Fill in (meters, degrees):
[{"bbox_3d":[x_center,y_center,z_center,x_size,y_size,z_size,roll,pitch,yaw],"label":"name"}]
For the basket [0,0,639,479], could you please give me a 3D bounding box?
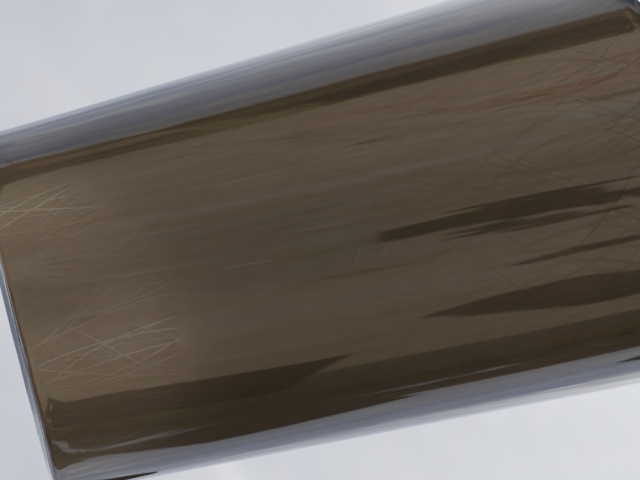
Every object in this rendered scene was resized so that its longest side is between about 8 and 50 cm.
[{"bbox_3d":[0.000,0.000,0.676,0.227,0.204,0.154,-14,-76,-10],"label":"basket"}]
